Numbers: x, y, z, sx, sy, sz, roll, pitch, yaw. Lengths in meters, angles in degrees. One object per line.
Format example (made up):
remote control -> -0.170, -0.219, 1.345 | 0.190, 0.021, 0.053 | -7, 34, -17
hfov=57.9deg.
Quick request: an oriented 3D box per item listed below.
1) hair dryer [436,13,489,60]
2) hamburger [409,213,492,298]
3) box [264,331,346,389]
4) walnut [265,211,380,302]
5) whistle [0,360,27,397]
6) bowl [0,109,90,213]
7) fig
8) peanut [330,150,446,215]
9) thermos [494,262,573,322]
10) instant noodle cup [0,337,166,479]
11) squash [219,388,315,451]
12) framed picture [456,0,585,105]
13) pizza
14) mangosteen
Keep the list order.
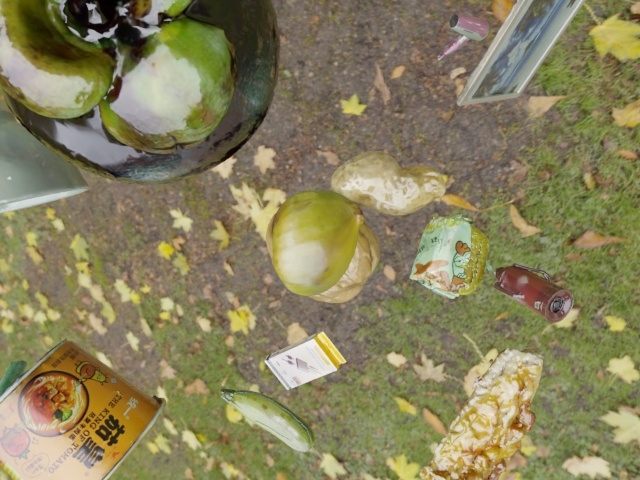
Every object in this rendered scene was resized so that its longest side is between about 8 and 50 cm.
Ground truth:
hair dryer -> 0.361, -0.529, 1.534 | 0.154, 0.106, 0.054 | -48, 47, 53
hamburger -> 0.360, 0.048, 1.499 | 0.235, 0.214, 0.125 | 28, 177, -17
box -> -0.052, 0.373, 1.785 | 0.247, 0.033, 0.129 | -31, 101, 34
walnut -> 0.002, 0.012, 1.282 | 0.257, 0.257, 0.224 | 44, 137, 14
whistle -> -0.666, 0.311, 1.233 | 0.186, 0.039, 0.039 | -127, 30, -68
bowl -> -0.515, -0.111, 0.871 | 0.289, 0.289, 0.146 | -8, 99, 40
fig -> -0.012, 0.001, 0.809 | 0.121, 0.136, 0.153 | 16, 83, 11
peanut -> 0.151, -0.126, 1.300 | 0.253, 0.122, 0.137 | 13, 127, -1
thermos -> 0.542, 0.127, 1.534 | 0.232, 0.124, 0.099 | 37, 135, 56
instant noodle cup -> -0.350, 0.253, 0.801 | 0.172, 0.216, 0.216 | 45, 131, -7
squash -> -0.154, 0.513, 1.715 | 0.341, 0.094, 0.094 | 26, 123, 21
framed picture -> 0.458, -0.442, 1.310 | 0.024, 0.232, 0.315 | 57, 144, 25
pizza -> 0.217, 0.293, 0.799 | 0.086, 0.226, 0.335 | 33, 123, 28
mangosteen -> -0.141, -0.146, 0.423 | 0.243, 0.243, 0.243 | 16, 118, 32
